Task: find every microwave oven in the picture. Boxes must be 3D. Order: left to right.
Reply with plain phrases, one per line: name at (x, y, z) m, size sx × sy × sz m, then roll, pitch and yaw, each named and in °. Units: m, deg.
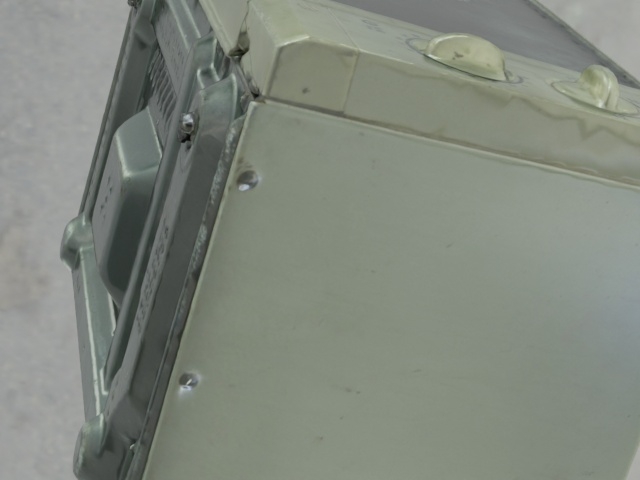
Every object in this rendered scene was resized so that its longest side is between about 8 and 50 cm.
microwave oven at (0.000, 0.000, 0.518) m, size 0.145 × 0.240 × 0.194 m, roll 15°, pitch 108°, yaw -17°
